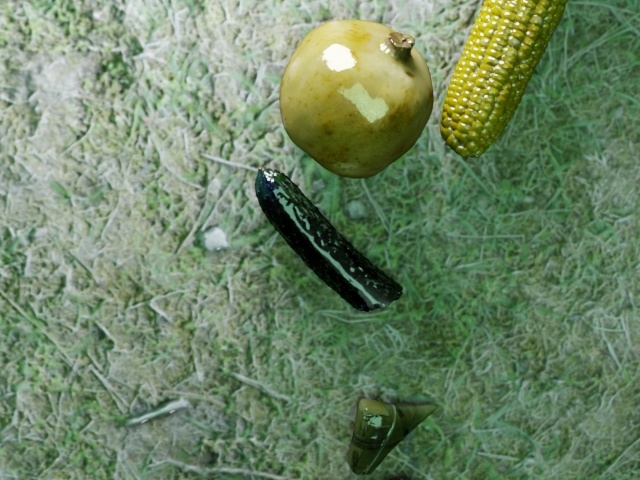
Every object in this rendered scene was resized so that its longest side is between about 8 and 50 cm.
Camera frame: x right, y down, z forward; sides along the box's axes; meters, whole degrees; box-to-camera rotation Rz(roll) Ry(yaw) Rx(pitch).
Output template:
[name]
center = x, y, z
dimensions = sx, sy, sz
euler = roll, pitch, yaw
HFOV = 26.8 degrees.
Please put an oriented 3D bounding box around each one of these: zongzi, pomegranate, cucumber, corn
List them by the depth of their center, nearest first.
[pomegranate]
center = 0.047, -0.176, 1.573
dimensions = 0.196, 0.196, 0.196
euler = -2, 106, -6
[corn]
center = 0.226, -0.244, 1.618
dimensions = 0.102, 0.102, 0.313
euler = 20, 107, -12
[cucumber]
center = -0.002, 0.003, 1.681
dimensions = 0.245, 0.067, 0.067
euler = 43, 97, -14
[zongzi]
center = 0.096, 0.262, 1.777
dimensions = 0.113, 0.052, 0.104
euler = 3, 114, -21
